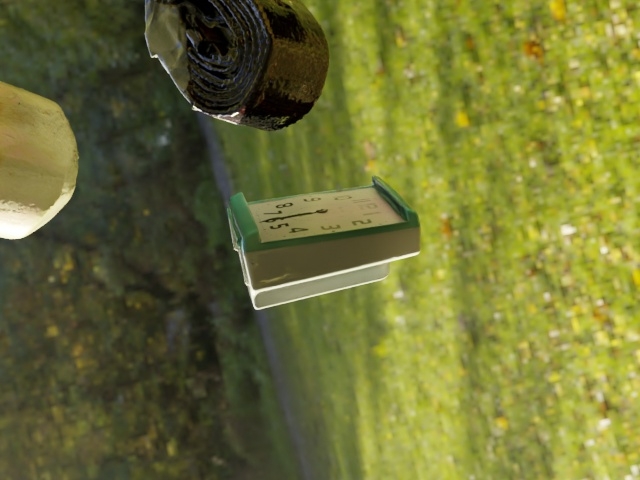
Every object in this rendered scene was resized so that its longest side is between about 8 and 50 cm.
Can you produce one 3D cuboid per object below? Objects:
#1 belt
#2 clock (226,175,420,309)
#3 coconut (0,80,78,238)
[{"bbox_3d":[-0.109,-0.266,1.726,0.289,0.164,0.184,50,120,34],"label":"belt"},{"bbox_3d":[0.000,0.000,1.735,0.262,0.231,0.116,-122,24,-74],"label":"clock"},{"bbox_3d":[-0.468,-0.118,1.848,0.241,0.241,0.241,167,90,-81],"label":"coconut"}]
